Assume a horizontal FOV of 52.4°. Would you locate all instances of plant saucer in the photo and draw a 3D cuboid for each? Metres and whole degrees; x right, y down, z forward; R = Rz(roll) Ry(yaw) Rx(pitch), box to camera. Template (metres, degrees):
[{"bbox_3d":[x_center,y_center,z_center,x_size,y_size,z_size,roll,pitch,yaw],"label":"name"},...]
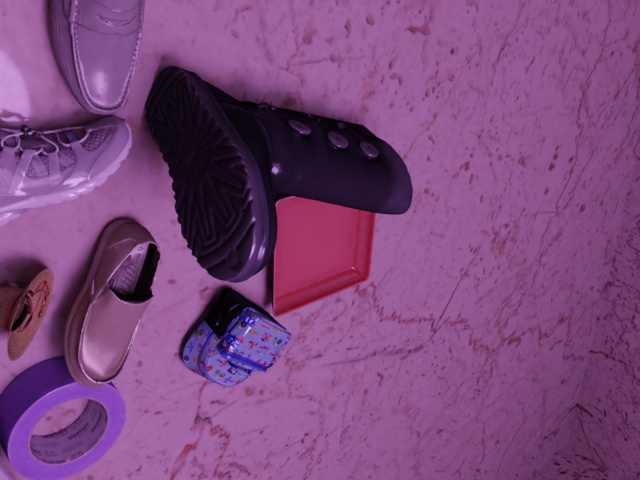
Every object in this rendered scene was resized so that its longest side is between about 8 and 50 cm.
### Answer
[{"bbox_3d":[0.000,0.000,1.309,0.259,0.048,0.258,-19,125,-35],"label":"plant saucer"}]

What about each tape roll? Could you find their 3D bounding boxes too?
[{"bbox_3d":[-0.422,0.289,1.061,0.189,0.080,0.188,-23,128,-33],"label":"tape roll"}]

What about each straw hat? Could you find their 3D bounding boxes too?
[{"bbox_3d":[-0.443,0.097,0.933,0.061,0.144,0.144,18,104,-5],"label":"straw hat"}]

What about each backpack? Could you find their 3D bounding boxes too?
[{"bbox_3d":[-0.163,0.200,1.224,0.173,0.117,0.158,-51,137,-3],"label":"backpack"}]

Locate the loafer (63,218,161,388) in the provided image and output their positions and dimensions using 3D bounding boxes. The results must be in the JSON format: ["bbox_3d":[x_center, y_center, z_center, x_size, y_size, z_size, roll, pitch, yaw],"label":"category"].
[{"bbox_3d":[-0.316,0.099,0.998,0.102,0.092,0.268,15,87,-44],"label":"loafer"}]

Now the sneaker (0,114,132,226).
[{"bbox_3d":[-0.379,-0.105,0.848,0.281,0.105,0.115,-32,132,-25],"label":"sneaker"}]

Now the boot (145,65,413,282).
[{"bbox_3d":[-0.018,-0.083,1.031,0.445,0.367,0.146,11,137,-46],"label":"boot"}]

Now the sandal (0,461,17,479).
[{"bbox_3d":[-0.546,0.311,0.943,0.169,0.102,0.416,-23,113,-10],"label":"sandal"}]

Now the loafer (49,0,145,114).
[{"bbox_3d":[-0.275,-0.311,0.819,0.112,0.111,0.319,-17,124,-36],"label":"loafer"}]
